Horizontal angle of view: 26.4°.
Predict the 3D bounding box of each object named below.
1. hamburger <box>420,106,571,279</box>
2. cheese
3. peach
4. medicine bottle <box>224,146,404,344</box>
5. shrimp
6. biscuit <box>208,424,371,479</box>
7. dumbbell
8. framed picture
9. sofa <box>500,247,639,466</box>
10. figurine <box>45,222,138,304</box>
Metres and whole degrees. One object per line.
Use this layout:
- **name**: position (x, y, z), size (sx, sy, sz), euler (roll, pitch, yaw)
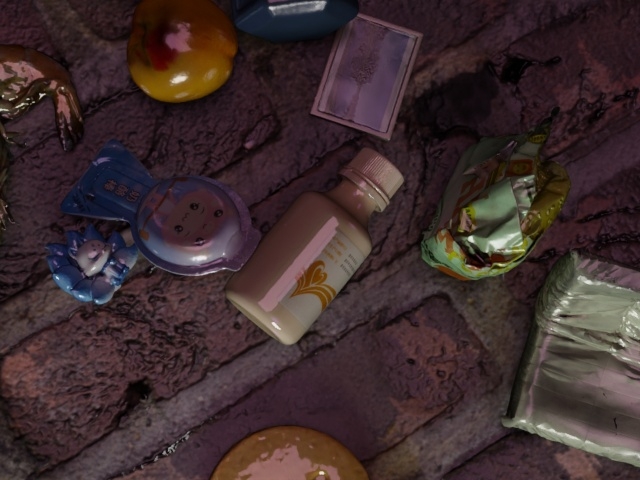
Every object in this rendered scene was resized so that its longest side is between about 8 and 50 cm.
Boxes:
- **hamburger**: position (0.224, -0.052, 1.630), size (0.125, 0.214, 0.235), euler (43, 76, -9)
- **cheese**: position (-0.187, -0.034, 1.650), size (0.244, 0.052, 0.135), euler (26, 65, 16)
- **peach**: position (-0.168, -0.235, 1.666), size (0.138, 0.138, 0.138), euler (0, 83, -4)
- **medicine bottle**: position (0.000, 0.000, 1.652), size (0.114, 0.114, 0.252), euler (39, 82, 1)
- **shrimp**: position (-0.371, -0.101, 1.672), size (0.169, 0.058, 0.296), euler (-6, 80, -7)
- **biscuit**: position (-0.005, 0.392, 1.634), size (0.275, 0.052, 0.355), euler (-21, 86, -7)
- **dumbbell**: position (-0.049, -0.413, 1.686), size (0.144, 0.160, 0.325), euler (-13, 81, 25)
- **framed picture**: position (0.059, -0.212, 1.734), size (0.109, 0.011, 0.149), euler (18, 82, -1)
- **sofa**: position (0.348, 0.145, 1.626), size (0.210, 0.176, 0.225), euler (20, 82, -2)
- **figurine**: position (-0.284, 0.025, 1.646), size (0.114, 0.079, 0.114), euler (6, 59, -11)
